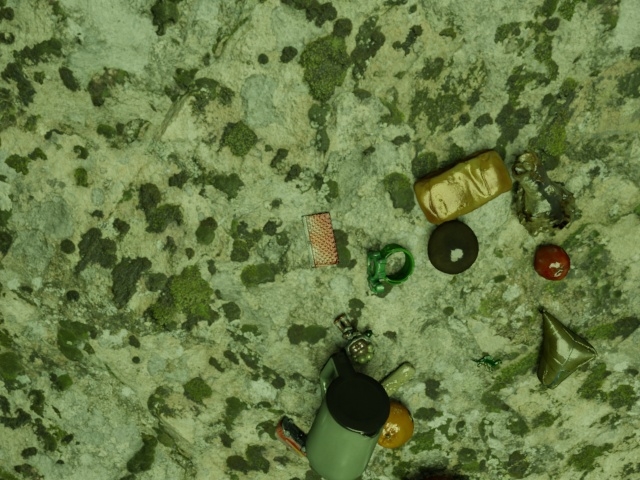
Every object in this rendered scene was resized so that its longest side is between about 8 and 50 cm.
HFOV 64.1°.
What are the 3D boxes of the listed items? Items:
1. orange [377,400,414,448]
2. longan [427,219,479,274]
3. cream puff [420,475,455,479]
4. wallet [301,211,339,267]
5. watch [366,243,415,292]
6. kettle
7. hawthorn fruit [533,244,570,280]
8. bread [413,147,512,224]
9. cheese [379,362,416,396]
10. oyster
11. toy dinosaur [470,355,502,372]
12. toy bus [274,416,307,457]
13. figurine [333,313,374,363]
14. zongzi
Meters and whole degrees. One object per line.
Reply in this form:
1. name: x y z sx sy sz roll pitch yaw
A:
1. orange: 0.271 0.706 1.958 0.178 0.155 0.177 -2 120 -4
2. longan: 0.443 0.024 1.712 0.168 0.167 0.187 -4 100 4
3. cream puff: 0.450 1.074 2.030 0.351 0.228 0.350 -9 125 -13
4. wallet: 0.000 0.000 1.796 0.103 0.020 0.196 -9 108 6
5. watch: 0.243 0.096 1.780 0.152 0.131 0.165 -7 105 -14
6. kettle: 0.082 0.618 1.845 0.250 0.361 0.376 -4 136 -18
7. hawthorn fruit: 0.788 0.079 1.737 0.128 0.128 0.128 1 109 2
8. bread: 0.460 -0.171 1.661 0.295 0.132 0.166 -24 99 12
9. cheese: 0.281 0.542 1.955 0.065 0.043 0.194 44 105 -10
10. oyster: 0.717 -0.155 1.650 0.198 0.133 0.337 -38 114 -3
11. toy dinosaur: 0.621 0.458 1.925 0.120 0.029 0.060 21 93 1
12. toy bus: -0.111 0.788 2.043 0.077 0.079 0.174 -39 103 24
13. figurine: 0.123 0.366 1.877 0.147 0.093 0.197 -36 103 3
14. zongzi: 0.822 0.395 1.849 0.256 0.115 0.228 38 111 -3
